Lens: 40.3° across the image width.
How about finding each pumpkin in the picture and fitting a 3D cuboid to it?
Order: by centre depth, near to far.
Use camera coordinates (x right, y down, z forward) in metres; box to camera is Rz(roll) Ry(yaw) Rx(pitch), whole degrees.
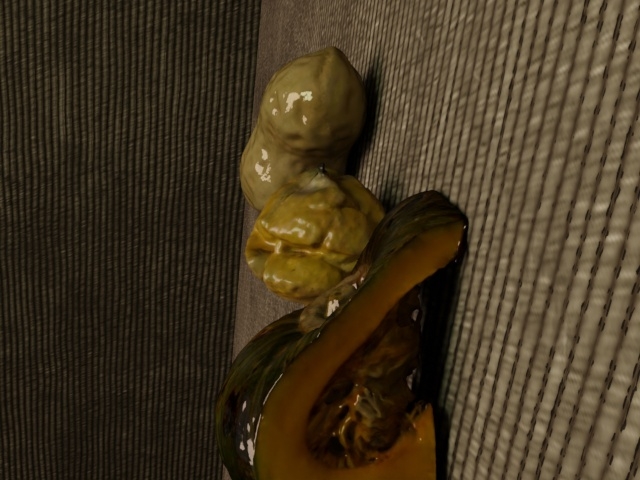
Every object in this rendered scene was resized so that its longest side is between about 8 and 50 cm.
[{"bbox_3d":[0.051,0.119,0.700,0.280,0.190,0.139,-44,11,-1],"label":"pumpkin"}]

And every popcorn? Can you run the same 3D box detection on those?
[{"bbox_3d":[0.000,0.000,0.858,0.167,0.148,0.152,-83,-22,-64],"label":"popcorn"}]

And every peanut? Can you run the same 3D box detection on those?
[{"bbox_3d":[-0.022,-0.107,1.053,0.319,0.148,0.147,123,148,-63],"label":"peanut"}]
